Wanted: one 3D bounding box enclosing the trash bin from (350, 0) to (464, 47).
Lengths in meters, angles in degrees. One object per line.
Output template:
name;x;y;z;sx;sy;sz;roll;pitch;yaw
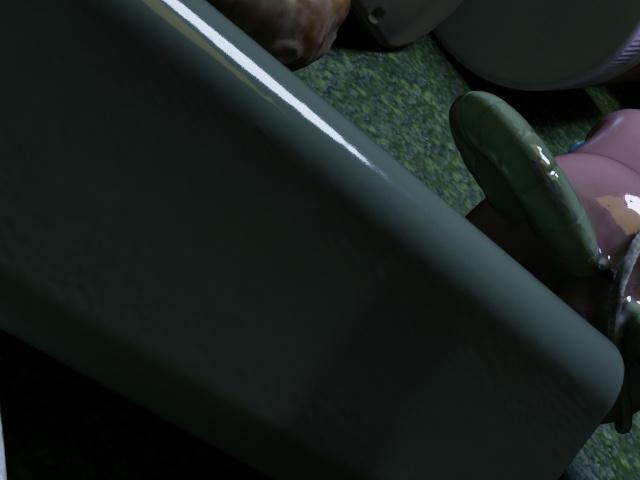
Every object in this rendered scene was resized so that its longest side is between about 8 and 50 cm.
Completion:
trash bin;0.010;-0.301;1.040;0.247;0.121;0.243;53;7;17

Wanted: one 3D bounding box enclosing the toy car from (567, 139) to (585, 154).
toy car;0.278;-0.035;1.139;0.161;0.098;0.126;30;53;-75

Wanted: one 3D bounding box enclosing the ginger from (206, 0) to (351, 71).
ginger;-0.100;-0.226;0.839;0.304;0.155;0.245;8;66;-51

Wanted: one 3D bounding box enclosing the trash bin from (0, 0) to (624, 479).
trash bin;-0.052;-0.003;0.602;0.343;0.158;0.223;37;1;-21

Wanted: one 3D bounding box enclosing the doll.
doll;0.186;0.010;0.820;0.284;0.216;0.268;49;1;-2

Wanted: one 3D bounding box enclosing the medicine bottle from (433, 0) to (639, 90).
medicine bottle;0.251;-0.271;1.197;0.252;0.252;0.241;54;33;14

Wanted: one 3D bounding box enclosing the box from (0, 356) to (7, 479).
box;-0.237;0.069;0.428;0.269;0.079;0.135;18;41;-36
